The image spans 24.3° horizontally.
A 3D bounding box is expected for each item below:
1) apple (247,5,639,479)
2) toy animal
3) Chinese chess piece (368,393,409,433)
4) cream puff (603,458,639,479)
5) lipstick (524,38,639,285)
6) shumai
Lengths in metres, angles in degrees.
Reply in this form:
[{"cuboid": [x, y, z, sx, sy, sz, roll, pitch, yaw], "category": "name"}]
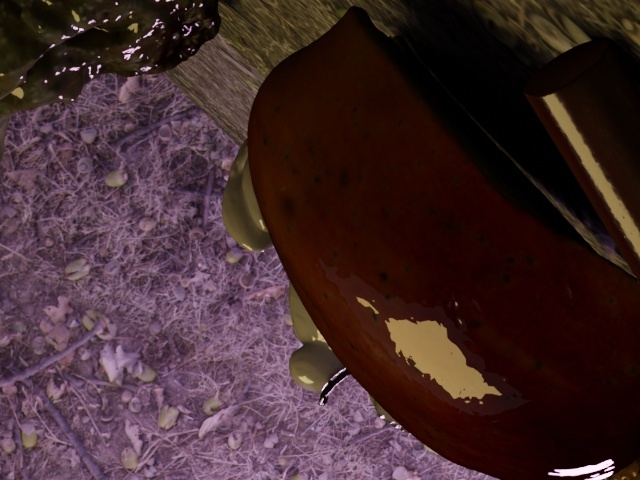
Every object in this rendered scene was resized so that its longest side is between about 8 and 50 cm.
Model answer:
[{"cuboid": [0.119, -0.001, 1.042, 0.365, 0.295, 0.329, 47, 147, 12], "category": "apple"}, {"cuboid": [0.000, 0.000, 1.860, 0.357, 0.258, 0.194, 51, 149, 19], "category": "toy animal"}, {"cuboid": [0.167, 0.123, 1.469, 0.250, 0.101, 0.250, 3, 154, 1], "category": "Chinese chess piece"}, {"cuboid": [0.313, 0.205, 1.366, 0.169, 0.183, 0.183, 58, -175, 33], "category": "cream puff"}, {"cuboid": [0.225, 0.047, 0.836, 0.357, 0.057, 0.057, 54, 173, -18], "category": "lipstick"}, {"cuboid": [-0.319, -0.244, 1.558, 0.395, 0.348, 0.395, 38, 173, 5], "category": "shumai"}]
